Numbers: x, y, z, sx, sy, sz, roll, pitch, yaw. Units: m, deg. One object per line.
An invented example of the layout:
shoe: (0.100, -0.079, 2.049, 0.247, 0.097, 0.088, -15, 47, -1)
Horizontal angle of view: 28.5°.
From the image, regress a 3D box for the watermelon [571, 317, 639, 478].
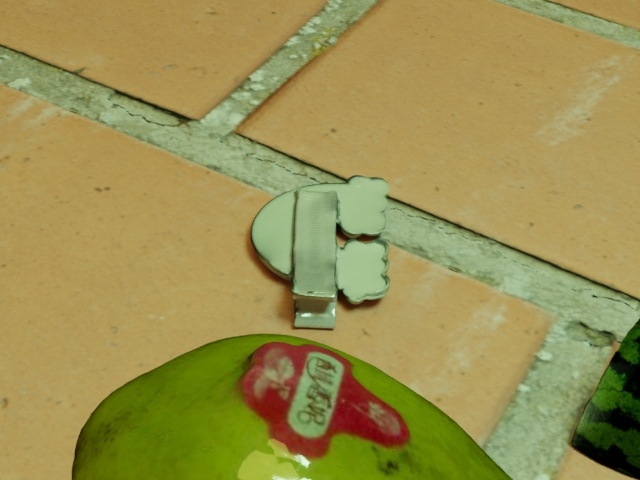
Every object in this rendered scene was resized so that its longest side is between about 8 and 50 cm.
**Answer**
watermelon: (0.305, 0.134, 1.076, 0.145, 0.137, 0.193, -28, 93, -34)

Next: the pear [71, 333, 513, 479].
pear: (0.009, 0.222, 0.831, 0.375, 0.287, 0.287, 19, 40, -9)

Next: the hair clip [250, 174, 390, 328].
hair clip: (0.000, 0.000, 1.243, 0.140, 0.054, 0.220, 0, 38, 1)
